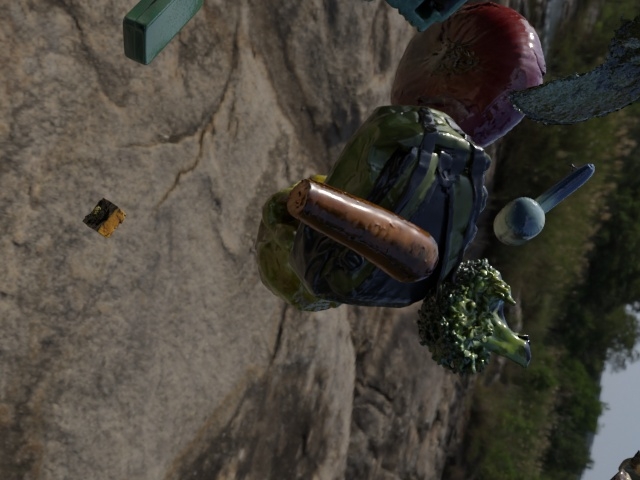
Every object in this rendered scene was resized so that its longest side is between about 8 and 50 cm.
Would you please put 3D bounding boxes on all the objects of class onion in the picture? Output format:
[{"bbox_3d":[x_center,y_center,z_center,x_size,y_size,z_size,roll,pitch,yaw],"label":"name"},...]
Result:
[{"bbox_3d":[0.336,-0.342,1.458,0.285,0.348,0.347,26,76,-46],"label":"onion"}]

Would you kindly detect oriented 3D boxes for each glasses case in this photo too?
[{"bbox_3d":[-0.239,-0.354,1.010,0.077,0.040,0.184,111,5,-54],"label":"glasses case"}]

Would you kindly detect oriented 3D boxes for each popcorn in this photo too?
[{"bbox_3d":[-0.005,-0.001,1.170,0.276,0.226,0.276,-171,-90,-88],"label":"popcorn"}]

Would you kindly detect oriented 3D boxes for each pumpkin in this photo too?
[{"bbox_3d":[-0.476,-0.053,1.431,0.074,0.083,0.054,-56,136,-10],"label":"pumpkin"}]

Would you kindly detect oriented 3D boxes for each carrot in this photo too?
[{"bbox_3d":[0.041,-0.009,0.585,0.162,0.055,0.055,27,73,-31],"label":"carrot"}]

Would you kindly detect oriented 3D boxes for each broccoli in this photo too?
[{"bbox_3d":[0.210,0.108,0.868,0.154,0.160,0.167,-63,176,10],"label":"broccoli"}]

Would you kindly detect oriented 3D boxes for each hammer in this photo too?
[{"bbox_3d":[0.379,-0.068,1.092,0.194,0.069,0.116,-37,169,-4],"label":"hammer"}]

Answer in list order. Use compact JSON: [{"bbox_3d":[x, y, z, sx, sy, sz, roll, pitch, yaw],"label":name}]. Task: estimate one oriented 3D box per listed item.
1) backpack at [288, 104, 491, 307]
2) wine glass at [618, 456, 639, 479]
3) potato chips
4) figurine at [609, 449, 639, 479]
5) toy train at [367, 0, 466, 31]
[{"bbox_3d":[0.088,-0.031,0.767,0.207,0.140,0.253,6,123,-33],"label":"backpack"},{"bbox_3d":[0.796,0.364,1.397,0.406,0.267,0.267,-50,146,-32],"label":"wine glass"},{"bbox_3d":[0.369,-0.215,0.865,0.202,0.220,0.029,6,66,-30],"label":"potato chips"},{"bbox_3d":[0.618,0.527,1.034,0.241,0.306,0.411,-20,81,-40],"label":"figurine"},{"bbox_3d":[0.116,-0.296,0.392,0.330,0.178,0.139,-41,148,22],"label":"toy train"}]
